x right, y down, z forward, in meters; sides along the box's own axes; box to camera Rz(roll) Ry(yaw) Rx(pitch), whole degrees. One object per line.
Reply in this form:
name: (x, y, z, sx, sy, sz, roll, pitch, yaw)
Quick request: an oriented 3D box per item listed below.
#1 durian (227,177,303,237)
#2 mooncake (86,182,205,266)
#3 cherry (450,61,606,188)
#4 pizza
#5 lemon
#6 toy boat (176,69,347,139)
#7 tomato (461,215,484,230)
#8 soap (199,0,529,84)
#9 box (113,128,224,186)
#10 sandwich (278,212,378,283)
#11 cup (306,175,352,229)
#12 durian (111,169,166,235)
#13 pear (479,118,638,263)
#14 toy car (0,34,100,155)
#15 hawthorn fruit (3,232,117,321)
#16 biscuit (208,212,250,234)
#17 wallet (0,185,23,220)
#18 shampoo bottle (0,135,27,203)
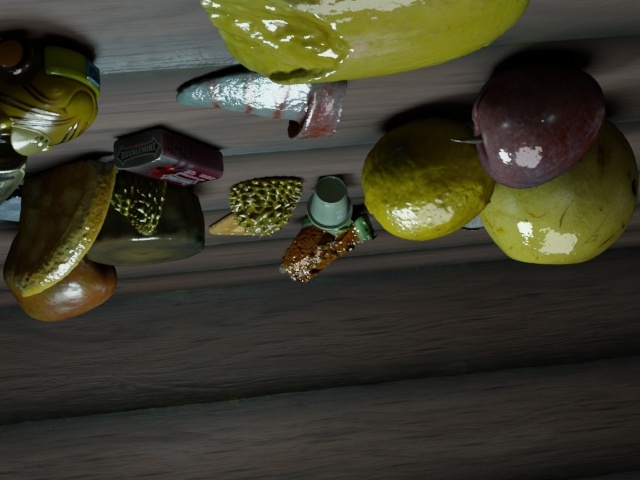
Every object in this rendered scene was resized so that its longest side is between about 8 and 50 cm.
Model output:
durian: (-0.144, -0.098, 2.140, 0.182, 0.165, 0.132, 15, -147, 7)
mooncake: (-0.420, -0.041, 2.068, 0.290, 0.161, 0.290, -6, 168, -1)
cherry: (0.372, -0.203, 1.541, 0.285, 0.213, 0.236, -15, 179, -5)
pizza: (-0.530, -0.024, 1.795, 0.257, 0.269, 0.087, -9, 161, 37)
lemon: (0.224, -0.129, 1.758, 0.310, 0.254, 0.253, -22, 163, 33)
toy boat: (-0.101, -0.244, 1.447, 0.282, 0.096, 0.206, 7, 161, -6)
tomato: (0.417, -0.123, 2.194, 0.213, 0.181, 0.155, -1, -171, 10)
soap: (0.065, -0.292, 1.140, 0.427, 0.115, 0.306, -7, 166, 6)
box: (-0.301, -0.164, 1.738, 0.120, 0.069, 0.224, -11, 170, 23)
sandwich: (0.000, 0.000, 2.542, 0.301, 0.162, 0.250, -36, -175, -4)
cup: (0.025, -0.103, 2.175, 0.120, 0.120, 0.141, -6, 155, -4)
durian: (-0.396, -0.107, 1.825, 0.108, 0.187, 0.119, 17, 127, -33)
pear: (0.507, -0.109, 1.852, 0.348, 0.349, 0.348, -6, 169, -1)
toy car: (-0.448, -0.196, 1.265, 0.247, 0.143, 0.200, -7, 170, 11)
hawthorn fruit: (-0.660, 0.074, 2.253, 0.300, 0.268, 0.268, -10, 169, 15)
biscuit: (-0.209, -0.052, 2.483, 0.160, 0.030, 0.249, 0, 168, -31)
wallet: (-0.707, -0.083, 2.023, 0.222, 0.036, 0.167, -12, 168, 38)
shampoo bottle: (-0.654, -0.126, 1.683, 0.125, 0.084, 0.350, 2, 167, -27)
